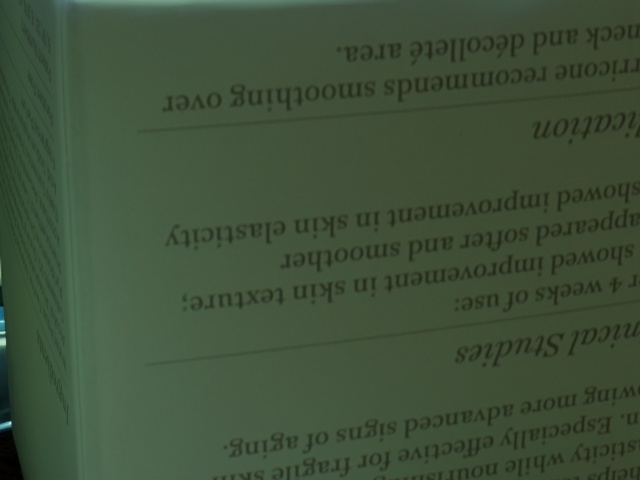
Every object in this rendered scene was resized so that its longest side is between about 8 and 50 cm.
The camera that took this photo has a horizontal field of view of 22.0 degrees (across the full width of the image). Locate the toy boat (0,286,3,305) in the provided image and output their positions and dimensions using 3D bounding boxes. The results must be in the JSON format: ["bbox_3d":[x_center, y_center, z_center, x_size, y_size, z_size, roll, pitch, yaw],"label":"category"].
[{"bbox_3d":[-0.267,0.048,1.326,0.318,0.148,0.267,-4,14,-8],"label":"toy boat"}]

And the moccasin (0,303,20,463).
[{"bbox_3d":[-0.208,0.106,1.162,0.342,0.116,0.138,-1,4,-20],"label":"moccasin"}]

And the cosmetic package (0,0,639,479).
[{"bbox_3d":[0.000,0.000,0.908,0.329,0.393,0.327,-6,24,-17],"label":"cosmetic package"}]

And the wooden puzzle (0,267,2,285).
[{"bbox_3d":[-0.266,-0.016,1.277,0.221,0.044,0.238,-7,25,3],"label":"wooden puzzle"}]
